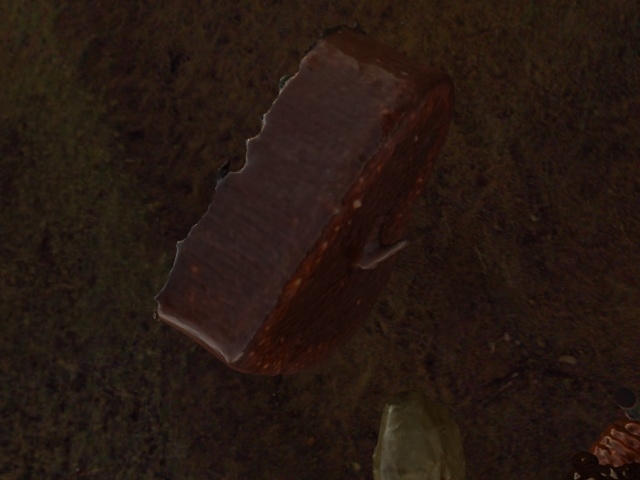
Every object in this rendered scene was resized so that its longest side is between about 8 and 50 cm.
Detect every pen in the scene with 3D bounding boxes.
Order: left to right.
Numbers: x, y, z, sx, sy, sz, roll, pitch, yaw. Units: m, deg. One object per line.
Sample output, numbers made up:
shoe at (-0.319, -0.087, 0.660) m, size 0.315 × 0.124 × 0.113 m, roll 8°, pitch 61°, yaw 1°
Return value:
pen at (0.449, 0.240, 0.831) m, size 0.028 × 0.239 × 0.028 m, roll -13°, pitch 63°, yaw 28°

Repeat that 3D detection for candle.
candle at (0.000, 0.000, 0.490) m, size 0.131 × 0.287 × 0.317 m, roll 32°, pitch 131°, yaw 20°

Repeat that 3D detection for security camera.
security camera at (-0.035, -0.302, 1.135) m, size 0.092 × 0.058 × 0.058 m, roll 8°, pitch 85°, yaw 44°

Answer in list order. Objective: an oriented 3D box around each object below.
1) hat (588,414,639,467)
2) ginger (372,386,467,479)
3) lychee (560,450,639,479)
hat at (0.667, 0.499, 0.997) m, size 0.285 × 0.285 × 0.400 m, roll -54°, pitch 46°, yaw 16°
ginger at (0.062, 0.375, 0.559) m, size 0.363 × 0.122 × 0.348 m, roll -40°, pitch 96°, yaw -5°
lychee at (0.428, 0.454, 0.802) m, size 0.306 × 0.306 × 0.330 m, roll -36°, pitch 45°, yaw 27°
